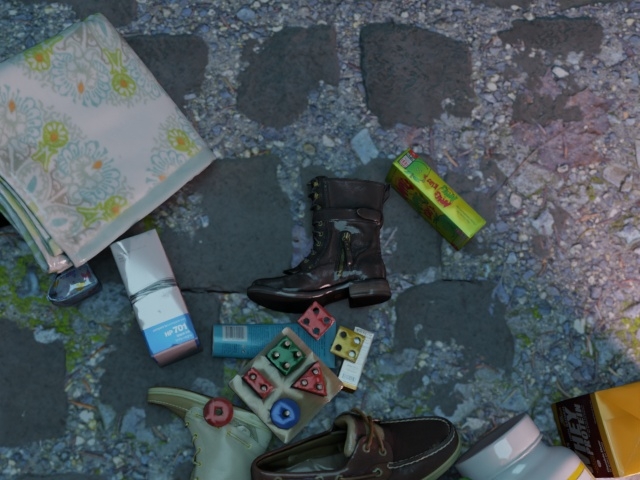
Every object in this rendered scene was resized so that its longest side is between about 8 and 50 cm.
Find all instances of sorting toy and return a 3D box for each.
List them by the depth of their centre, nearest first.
[{"bbox_3d":[-0.045,0.217,1.403,0.274,0.046,0.132,-43,87,-16],"label":"sorting toy"}]

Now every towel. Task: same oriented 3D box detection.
[{"bbox_3d":[-0.379,-0.163,1.428,0.320,0.090,0.374,54,49,-9],"label":"towel"}]

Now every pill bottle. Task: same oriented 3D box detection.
[{"bbox_3d":[0.361,0.440,1.377,0.188,0.188,0.334,-34,80,-13],"label":"pill bottle"}]

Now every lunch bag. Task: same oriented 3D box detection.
[{"bbox_3d":[-0.405,0.075,1.469,0.083,0.071,0.053,-31,81,-12],"label":"lunch bag"}]

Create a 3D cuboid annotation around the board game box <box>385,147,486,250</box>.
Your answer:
[{"bbox_3d":[0.195,-0.069,1.549,0.043,0.092,0.181,-43,82,-13],"label":"board game box"}]

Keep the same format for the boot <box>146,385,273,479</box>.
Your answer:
[{"bbox_3d":[-0.193,0.328,1.419,0.213,0.077,0.165,18,77,0],"label":"boot"}]

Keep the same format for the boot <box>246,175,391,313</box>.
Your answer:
[{"bbox_3d":[0.000,0.000,1.528,0.263,0.091,0.229,-2,70,-10],"label":"boot"}]

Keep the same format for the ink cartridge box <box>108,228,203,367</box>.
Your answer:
[{"bbox_3d":[-0.261,0.095,1.440,0.082,0.139,0.190,-20,78,-9],"label":"ink cartridge box"}]

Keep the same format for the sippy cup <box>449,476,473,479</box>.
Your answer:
[{"bbox_3d":[0.177,0.501,1.286,0.224,0.240,0.305,-29,92,-37],"label":"sippy cup"}]

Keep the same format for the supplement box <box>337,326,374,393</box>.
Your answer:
[{"bbox_3d":[0.055,0.197,1.481,0.036,0.062,0.098,19,73,2],"label":"supplement box"}]

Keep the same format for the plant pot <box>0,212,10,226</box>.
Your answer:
[{"bbox_3d":[-0.533,-0.118,1.461,0.167,0.187,0.188,-3,74,-20],"label":"plant pot"}]

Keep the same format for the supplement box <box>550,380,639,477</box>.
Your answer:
[{"bbox_3d":[0.500,0.291,1.425,0.191,0.194,0.129,-12,76,-8],"label":"supplement box"}]

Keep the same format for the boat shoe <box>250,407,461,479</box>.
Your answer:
[{"bbox_3d":[0.056,0.327,1.389,0.342,0.123,0.123,-13,33,-9],"label":"boat shoe"}]

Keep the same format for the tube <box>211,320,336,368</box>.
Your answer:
[{"bbox_3d":[-0.076,0.168,1.487,0.207,0.052,0.080,3,79,-9],"label":"tube"}]
